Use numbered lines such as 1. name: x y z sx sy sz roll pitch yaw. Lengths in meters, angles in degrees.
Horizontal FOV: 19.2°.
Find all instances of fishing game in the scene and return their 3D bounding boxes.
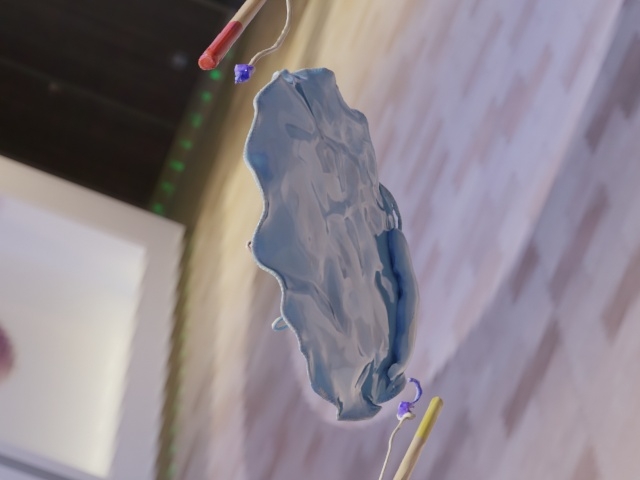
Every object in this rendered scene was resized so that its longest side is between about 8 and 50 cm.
1. fishing game: 0.000 0.000 0.934 0.189 0.041 0.264 -62 -44 -59
